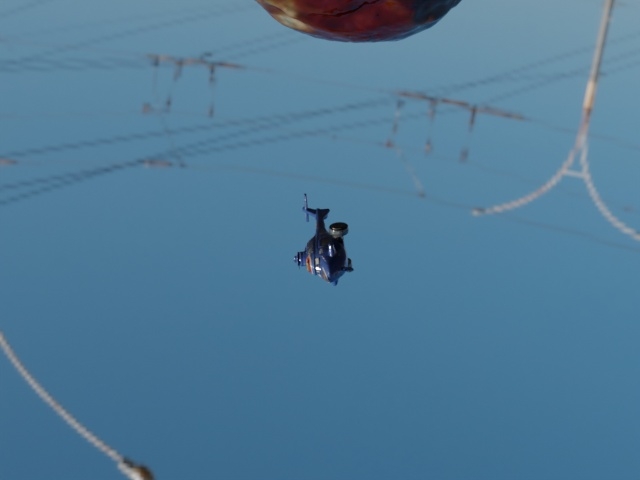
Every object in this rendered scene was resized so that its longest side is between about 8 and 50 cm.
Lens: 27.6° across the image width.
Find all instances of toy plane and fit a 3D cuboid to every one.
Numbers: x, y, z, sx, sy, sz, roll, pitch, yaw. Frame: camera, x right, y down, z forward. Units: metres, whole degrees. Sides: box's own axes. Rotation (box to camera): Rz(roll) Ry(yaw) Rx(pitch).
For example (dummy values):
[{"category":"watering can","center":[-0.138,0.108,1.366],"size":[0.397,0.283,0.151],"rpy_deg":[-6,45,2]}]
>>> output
[{"category":"toy plane","center":[0.000,0.000,1.413],"size":[0.062,0.054,0.167],"rpy_deg":[-6,-151,-1]}]

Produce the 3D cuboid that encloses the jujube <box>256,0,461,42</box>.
[{"category":"jujube","center":[-0.004,-0.360,1.277],"size":[0.377,0.276,0.276],"rpy_deg":[46,-163,-9]}]
